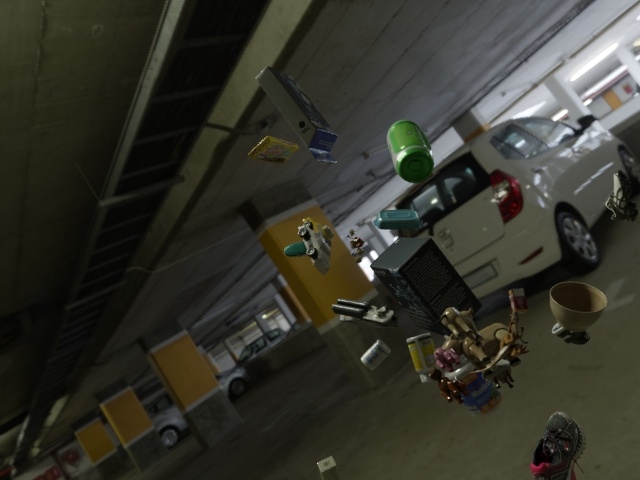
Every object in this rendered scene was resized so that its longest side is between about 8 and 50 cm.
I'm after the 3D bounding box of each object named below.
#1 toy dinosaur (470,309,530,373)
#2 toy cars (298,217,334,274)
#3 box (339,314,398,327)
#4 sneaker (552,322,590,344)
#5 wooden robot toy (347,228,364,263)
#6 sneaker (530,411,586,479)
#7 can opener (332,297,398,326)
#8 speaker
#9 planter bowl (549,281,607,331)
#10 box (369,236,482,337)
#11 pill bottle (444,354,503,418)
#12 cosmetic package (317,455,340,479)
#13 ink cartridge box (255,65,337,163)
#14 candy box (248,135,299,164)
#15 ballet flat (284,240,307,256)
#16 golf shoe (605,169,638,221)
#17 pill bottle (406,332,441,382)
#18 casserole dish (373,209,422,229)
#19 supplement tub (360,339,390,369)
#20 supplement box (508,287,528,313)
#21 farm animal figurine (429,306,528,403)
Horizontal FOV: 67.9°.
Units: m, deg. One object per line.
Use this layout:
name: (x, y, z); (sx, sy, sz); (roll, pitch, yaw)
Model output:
toy dinosaur: (0.500, 0.287, 1.274); (0.211, 0.064, 0.112); (-52, -4, -15)
toy cars: (0.000, 0.000, 1.732); (0.087, 0.176, 0.394); (-31, 8, 7)
box: (0.213, 0.351, 2.142); (0.183, 0.056, 0.231); (16, -15, -19)
sneaker: (1.067, 0.358, 1.939); (0.079, 0.121, 0.217); (-55, -3, -30)
wooden robot toy: (0.194, 0.021, 2.336); (0.079, 0.173, 0.076); (-13, -1, -40)
sneaker: (0.700, 0.612, 1.408); (0.121, 0.112, 0.299); (-34, 3, 38)
can opener: (0.170, 0.292, 1.889); (0.280, 0.093, 0.074); (8, 37, 39)
speaker: (0.298, -0.305, 1.596); (0.131, 0.131, 0.296); (-36, 26, 21)
planter bowl: (0.819, 0.223, 1.528); (0.162, 0.109, 0.162); (-5, 29, 3)
box: (0.455, 0.197, 2.088); (0.212, 0.395, 0.293); (-42, 11, -13)
pill bottle: (0.610, 0.576, 1.961); (0.152, 0.272, 0.152); (-36, -5, -4)
cosmetic package: (0.031, 0.816, 1.670); (0.060, 0.115, 0.041); (-20, 35, -15)
ink cartridge box: (-0.053, -0.389, 1.486); (0.065, 0.333, 0.165); (-39, -10, 23)
candy box: (-0.169, -0.332, 1.763); (0.105, 0.027, 0.206); (-40, -16, 23)
ballet flat: (-0.057, 0.039, 2.383); (0.248, 0.086, 0.086); (-18, -4, 10)
golf shoe: (1.062, -0.153, 1.701); (0.077, 0.198, 0.094); (-35, 19, -36)
pill bottle: (0.488, 0.546, 2.217); (0.119, 0.208, 0.119); (-14, -15, -4)
casserole dish: (0.298, -0.084, 1.830); (0.188, 0.037, 0.114); (-2, 31, 5)
supplement tub: (0.221, 0.455, 1.897); (0.107, 0.071, 0.071); (-49, -8, 7)
supplement box: (0.695, 0.214, 1.673); (0.043, 0.083, 0.055); (-6, -20, 5)
farm animal figurine: (0.467, 0.326, 1.480); (0.326, 0.172, 0.330); (-8, -57, -14)
